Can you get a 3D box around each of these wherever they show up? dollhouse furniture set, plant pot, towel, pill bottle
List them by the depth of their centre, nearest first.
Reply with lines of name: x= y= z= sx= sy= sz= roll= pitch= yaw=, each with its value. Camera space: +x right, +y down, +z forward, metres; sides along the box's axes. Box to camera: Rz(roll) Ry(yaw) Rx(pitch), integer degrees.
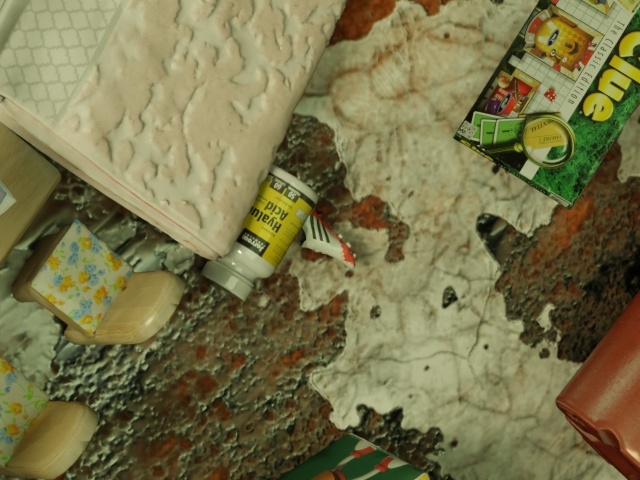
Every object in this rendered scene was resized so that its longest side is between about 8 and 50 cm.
dollhouse furniture set: x=-0.317 y=0.068 z=1.037 sx=0.362 sy=0.256 sz=0.394 roll=42 pitch=64 yaw=-25
towel: x=-0.114 y=-0.194 z=1.195 sx=0.317 sy=0.053 sz=0.332 roll=36 pitch=74 yaw=-42
pill bottle: x=-0.057 y=-0.007 z=1.308 sx=0.065 sy=0.065 sz=0.116 roll=34 pitch=83 yaw=-26
plant pot: x=0.394 y=0.133 z=1.456 sx=0.265 sy=0.272 sz=0.272 roll=-46 pitch=115 yaw=-3

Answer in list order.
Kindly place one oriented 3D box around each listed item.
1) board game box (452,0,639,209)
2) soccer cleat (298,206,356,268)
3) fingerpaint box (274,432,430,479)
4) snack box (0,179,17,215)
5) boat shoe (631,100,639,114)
board game box: x=0.253 y=-0.173 z=1.419 sx=0.136 sy=0.030 sz=0.259 roll=32 pitch=83 yaw=1
soccer cleat: x=0.000 y=0.000 z=1.359 sx=0.035 sy=0.029 sz=0.083 roll=-43 pitch=111 yaw=-4
fingerpaint box: x=-0.008 y=0.469 z=1.354 sx=0.371 sy=0.163 sz=0.445 roll=-31 pitch=110 yaw=-19
snack box: x=-0.279 y=-0.005 z=0.987 sx=0.064 sy=0.022 sz=0.178 roll=52 pitch=40 yaw=-11
boat shoe: x=0.308 y=-0.174 z=1.461 sx=0.059 sy=0.063 sz=0.170 roll=38 pitch=74 yaw=-1
